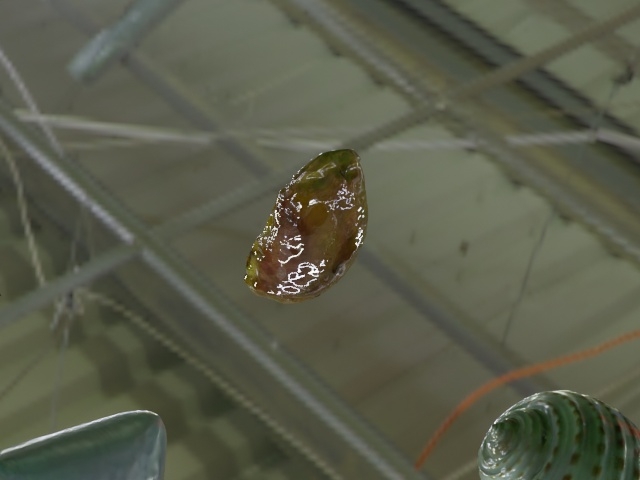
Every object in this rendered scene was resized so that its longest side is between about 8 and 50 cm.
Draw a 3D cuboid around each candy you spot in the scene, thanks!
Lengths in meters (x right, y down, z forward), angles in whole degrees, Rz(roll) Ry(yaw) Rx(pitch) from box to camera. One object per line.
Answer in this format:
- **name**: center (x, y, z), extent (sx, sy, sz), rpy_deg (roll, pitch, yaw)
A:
- **candy**: center (-0.155, 0.197, 1.025), extent (0.138, 0.174, 0.071), rpy_deg (-14, -151, -42)

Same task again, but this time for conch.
- **conch**: center (0.224, 0.216, 1.407), extent (0.200, 0.131, 0.172), rpy_deg (24, -128, -3)

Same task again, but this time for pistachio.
- **pistachio**: center (0.000, 0.000, 1.293), extent (0.090, 0.173, 0.049), rpy_deg (-10, -123, -31)
